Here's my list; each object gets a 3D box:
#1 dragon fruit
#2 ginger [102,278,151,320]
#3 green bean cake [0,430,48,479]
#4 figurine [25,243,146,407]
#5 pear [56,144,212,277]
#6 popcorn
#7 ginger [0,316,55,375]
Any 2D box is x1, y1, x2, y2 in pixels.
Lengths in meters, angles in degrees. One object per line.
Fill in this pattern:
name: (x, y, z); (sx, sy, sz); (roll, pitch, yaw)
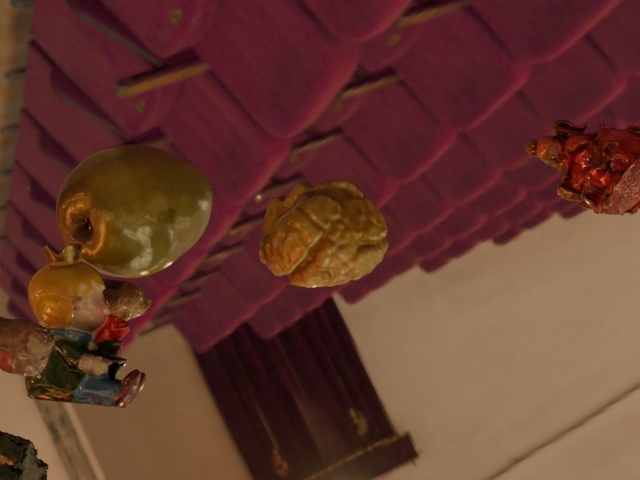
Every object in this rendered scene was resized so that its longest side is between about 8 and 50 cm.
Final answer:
dragon fruit: (0.388, -0.106, 1.323); (0.150, 0.208, 0.133); (-64, 170, -74)
ginger: (-0.385, 0.096, 1.625); (0.190, 0.068, 0.095); (10, -154, 14)
green bean cake: (-0.497, 0.404, 1.523); (0.107, 0.193, 0.208); (10, 170, 9)
figurine: (-0.341, 0.123, 1.395); (0.185, 0.234, 0.127); (4, 166, 11)
pear: (-0.335, -0.057, 1.736); (0.253, 0.252, 0.307); (-32, 178, 39)
popcorn: (0.000, 0.000, 1.620); (0.203, 0.200, 0.226); (-28, -157, 49)
ginger: (-0.445, 0.109, 1.083); (0.290, 0.122, 0.084); (0, 174, 17)
